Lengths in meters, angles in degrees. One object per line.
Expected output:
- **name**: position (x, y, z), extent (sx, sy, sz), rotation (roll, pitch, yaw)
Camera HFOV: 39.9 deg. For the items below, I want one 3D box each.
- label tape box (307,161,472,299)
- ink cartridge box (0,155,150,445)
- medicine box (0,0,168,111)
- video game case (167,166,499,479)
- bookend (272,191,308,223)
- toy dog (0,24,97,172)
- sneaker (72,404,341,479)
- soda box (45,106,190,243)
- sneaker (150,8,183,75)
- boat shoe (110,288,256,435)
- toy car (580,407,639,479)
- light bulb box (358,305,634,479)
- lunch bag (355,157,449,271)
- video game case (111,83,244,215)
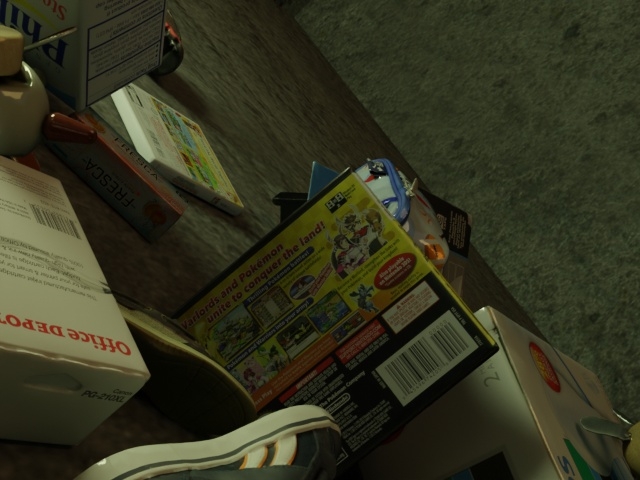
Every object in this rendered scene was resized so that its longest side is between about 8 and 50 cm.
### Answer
- **label tape box**: position (0.112, 0.031, 1.436), extent (0.333, 0.105, 0.241), rotation (22, 73, -48)
- **ink cartridge box**: position (-0.262, 0.036, 0.701), extent (0.172, 0.100, 0.237), rotation (26, 25, -54)
- **medicine box**: position (-0.317, -0.348, 1.025), extent (0.263, 0.289, 0.149), rotation (36, 50, 15)
- **video game case**: position (0.004, 0.101, 0.932), extent (0.248, 0.275, 0.035), rotation (52, 5, 16)
- **bookend**: position (0.000, 0.000, 1.531), extent (0.072, 0.156, 0.157), rotation (-53, 144, -75)
- **toy dog**: position (-0.305, -0.151, 0.901), extent (0.160, 0.220, 0.334), rotation (13, 36, -16)
- **sneaker**: position (-0.066, 0.227, 0.721), extent (0.127, 0.126, 0.321), rotation (49, 25, 24)
- **soda box**: position (-0.253, -0.084, 1.110), extent (0.183, 0.058, 0.063), rotation (45, 15, -11)
- **sneaker**: position (-0.352, -0.427, 1.616), extent (0.276, 0.097, 0.135), rotation (50, 13, -15)
- **boat shoe**: position (-0.152, 0.109, 0.859), extent (0.223, 0.080, 0.073), rotation (36, 23, -23)
- **toy car**: position (0.377, 0.258, 0.978), extent (0.155, 0.149, 0.188), rotation (3, 31, -49)
- **light bulb box**: position (0.248, 0.318, 1.057), extent (0.361, 0.225, 0.358), rotation (30, 34, -50)
- **lunch bag**: position (0.014, 0.034, 1.079), extent (0.115, 0.303, 0.243), rotation (46, 15, -18)
- **video game case**: position (-0.233, -0.152, 1.404), extent (0.206, 0.026, 0.227), rotation (29, 22, -49)
